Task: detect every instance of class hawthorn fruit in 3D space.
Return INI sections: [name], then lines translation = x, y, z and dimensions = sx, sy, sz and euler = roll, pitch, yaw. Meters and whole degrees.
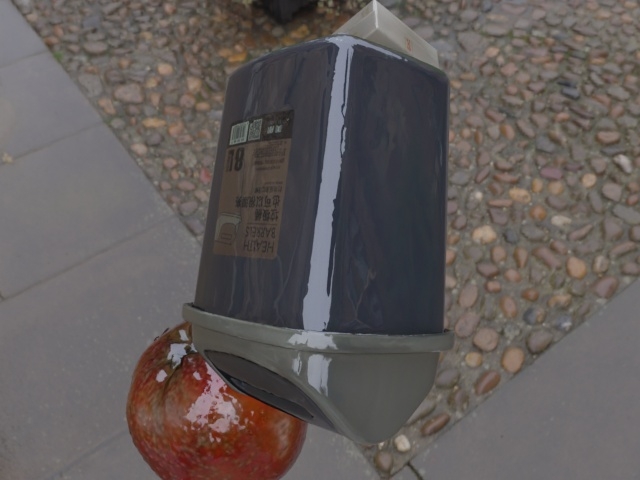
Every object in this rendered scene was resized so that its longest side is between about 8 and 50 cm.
[hawthorn fruit]
translation = -0.135, 0.285, 0.979
dimensions = 0.284, 0.369, 0.285
euler = -15, 18, 5

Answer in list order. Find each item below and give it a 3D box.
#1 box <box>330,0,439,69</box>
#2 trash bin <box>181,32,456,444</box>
[box]
translation = 0.053, -0.236, 0.912
dimensions = 0.141, 0.201, 0.058
euler = 24, 53, -35
[trash bin]
translation = 0.000, 0.000, 0.519
dimensions = 0.182, 0.209, 0.290
euler = 7, 87, -37
